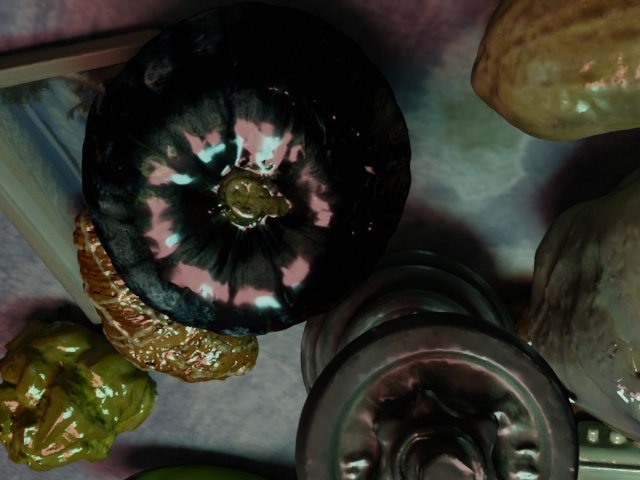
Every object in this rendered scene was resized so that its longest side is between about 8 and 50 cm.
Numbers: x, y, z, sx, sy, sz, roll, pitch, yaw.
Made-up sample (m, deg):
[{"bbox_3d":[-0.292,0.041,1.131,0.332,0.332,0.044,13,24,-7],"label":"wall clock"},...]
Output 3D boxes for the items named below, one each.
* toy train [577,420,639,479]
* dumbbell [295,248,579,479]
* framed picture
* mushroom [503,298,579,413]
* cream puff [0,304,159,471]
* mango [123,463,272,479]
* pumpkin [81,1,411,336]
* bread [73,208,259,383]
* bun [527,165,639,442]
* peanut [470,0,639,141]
[{"bbox_3d":[0.281,0.213,1.290,0.194,0.081,0.125,2,131,9],"label":"toy train"},{"bbox_3d":[0.071,0.111,0.979,0.179,0.406,0.179,0,97,1],"label":"dumbbell"},{"bbox_3d":[-0.159,-0.040,1.134,0.232,0.024,0.315,-8,137,22],"label":"framed picture"},{"bbox_3d":[0.180,0.103,1.172,0.109,0.085,0.126,1,132,13],"label":"mushroom"},{"bbox_3d":[-0.234,0.154,1.296,0.121,0.156,0.156,15,154,50],"label":"cream puff"},{"bbox_3d":[-0.121,0.294,1.455,0.233,0.111,0.125,1,133,4],"label":"mango"},{"bbox_3d":[-0.049,-0.048,0.957,0.233,0.163,0.233,-2,107,-5],"label":"pumpkin"},{"bbox_3d":[-0.138,0.064,1.182,0.105,0.076,0.233,-18,132,29],"label":"bread"},{"bbox_3d":[0.282,0.062,1.005,0.281,0.205,0.281,8,141,7],"label":"bun"},{"bbox_3d":[0.196,-0.128,0.866,0.224,0.129,0.129,-5,139,33],"label":"peanut"}]
